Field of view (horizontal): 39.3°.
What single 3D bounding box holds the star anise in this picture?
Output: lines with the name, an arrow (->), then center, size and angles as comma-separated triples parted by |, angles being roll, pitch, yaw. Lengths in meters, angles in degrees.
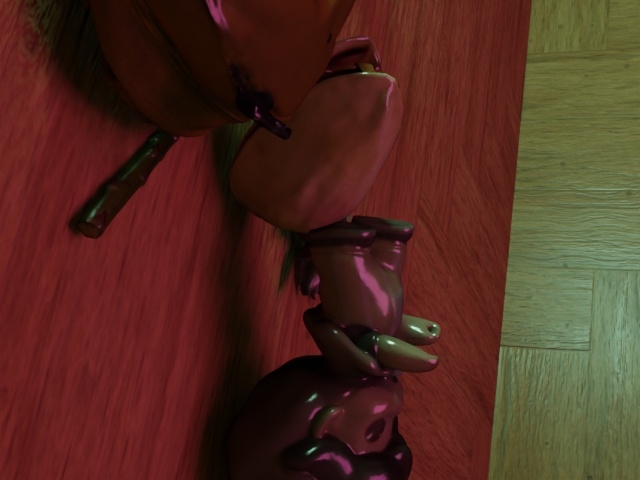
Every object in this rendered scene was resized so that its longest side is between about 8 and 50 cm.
star anise -> 0.000, 0.000, 1.147 | 0.195, 0.065, 0.182 | -72, 158, -46

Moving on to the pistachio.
pistachio -> -0.002, -0.109, 0.942 | 0.229, 0.157, 0.157 | -51, -178, 35

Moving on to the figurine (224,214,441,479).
figurine -> 0.014, 0.163, 0.952 | 0.248, 0.203, 0.381 | -37, 139, -75

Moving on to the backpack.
backpack -> -0.068, -0.271, 0.769 | 0.353, 0.201, 0.378 | 24, 69, -65

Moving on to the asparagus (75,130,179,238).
asparagus -> -0.149, -0.074, 0.805 | 0.248, 0.024, 0.025 | -61, 152, -53
